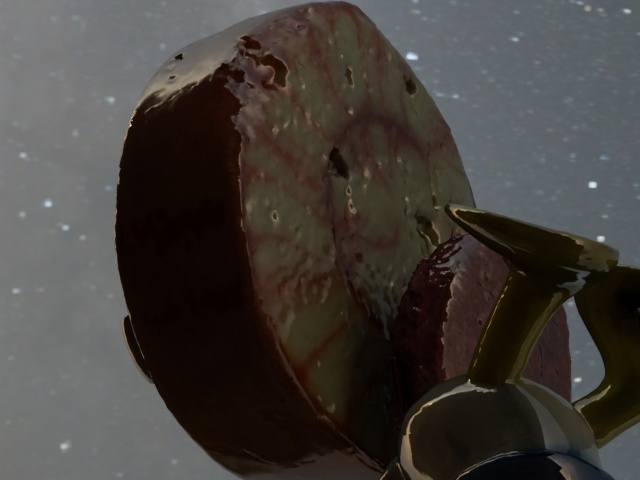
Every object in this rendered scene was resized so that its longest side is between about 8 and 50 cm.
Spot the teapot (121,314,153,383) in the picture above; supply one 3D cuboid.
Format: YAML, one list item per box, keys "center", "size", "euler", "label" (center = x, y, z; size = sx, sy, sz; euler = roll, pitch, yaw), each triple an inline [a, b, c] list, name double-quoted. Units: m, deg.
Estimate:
- center: [-0.113, 0.084, 1.076]
  size: [0.121, 0.076, 0.068]
  euler: [-45, -117, 60]
  label: "teapot"

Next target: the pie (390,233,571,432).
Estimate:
- center: [0.105, 0.083, 0.827]
  size: [0.049, 0.182, 0.182]
  euler: [-4, -92, 35]
  label: "pie"

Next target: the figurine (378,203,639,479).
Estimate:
- center: [0.103, 0.179, 0.566]
  size: [0.338, 0.204, 0.283]
  euler: [-66, -155, 3]
  label: "figurine"

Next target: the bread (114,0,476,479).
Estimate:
- center: [-0.001, -0.004, 0.898]
  size: [0.114, 0.295, 0.328]
  euler: [-16, -141, 32]
  label: "bread"
